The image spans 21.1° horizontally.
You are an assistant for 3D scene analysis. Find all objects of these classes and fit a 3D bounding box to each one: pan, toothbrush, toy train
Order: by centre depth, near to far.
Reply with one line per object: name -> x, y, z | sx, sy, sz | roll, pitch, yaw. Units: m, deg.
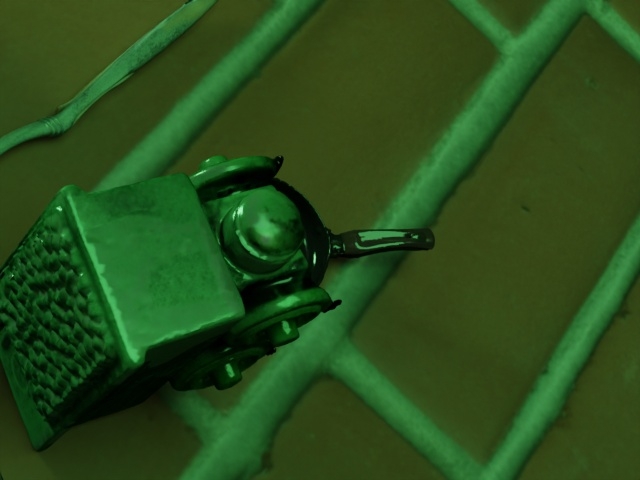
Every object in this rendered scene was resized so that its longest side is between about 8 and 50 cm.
toy train -> -0.116, 0.039, 1.245 | 0.202, 0.266, 0.145 | -16, 77, -30
toothbrush -> -0.192, -0.121, 1.421 | 0.037, 0.028, 0.375 | 51, 51, -10
pan -> -0.001, 0.001, 1.478 | 0.212, 0.040, 0.115 | 0, 67, -26

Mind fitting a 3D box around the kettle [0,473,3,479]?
kettle -> -0.265, 0.215, 1.123 | 0.240, 0.165, 0.255 | 38, 26, -54
